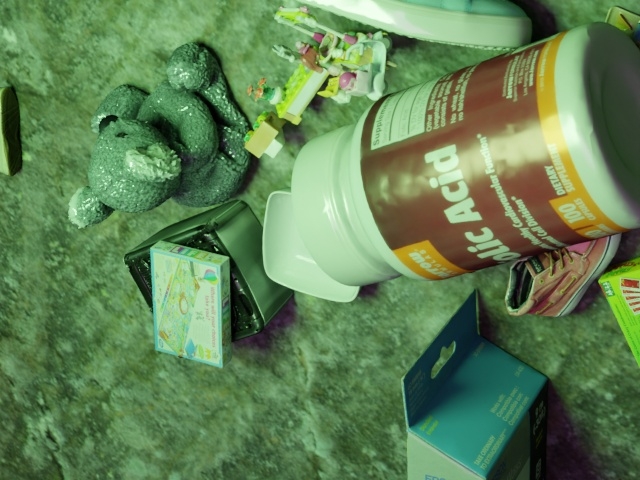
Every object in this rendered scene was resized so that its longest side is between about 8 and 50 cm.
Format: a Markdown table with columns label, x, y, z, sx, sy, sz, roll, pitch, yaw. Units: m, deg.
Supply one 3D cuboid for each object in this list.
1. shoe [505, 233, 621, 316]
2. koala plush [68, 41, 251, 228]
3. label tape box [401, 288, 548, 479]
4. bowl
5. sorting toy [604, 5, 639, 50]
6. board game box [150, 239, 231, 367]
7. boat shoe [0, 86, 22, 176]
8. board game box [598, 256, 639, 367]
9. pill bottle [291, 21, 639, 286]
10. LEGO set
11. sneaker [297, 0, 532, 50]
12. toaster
| label | x | y | z | sx | sy | sz | roll | pitch | yaw |
| --- | --- | --- | --- | --- | --- | --- | --- | --- | --- |
| shoe | 0.282 | 0.023 | 1.667 | 0.063 | 0.081 | 0.178 | 61 | 141 | 38 |
| koala plush | -0.209 | -0.103 | 1.789 | 0.196 | 0.221 | 0.203 | -27 | 100 | 35 |
| label tape box | 0.195 | 0.265 | 1.750 | 0.105 | 0.240 | 0.334 | 10 | 119 | 24 |
| bowl | 0.000 | 0.000 | 1.835 | 0.142 | 0.053 | 0.142 | 17 | 121 | 20 |
| sorting toy | 0.334 | -0.210 | 1.570 | 0.062 | 0.012 | 0.083 | 25 | 124 | 15 |
| board game box | -0.167 | 0.083 | 1.846 | 0.103 | 0.026 | 0.154 | 14 | 120 | 22 |
| boat shoe | -0.451 | -0.154 | 1.999 | 0.045 | 0.050 | 0.135 | 13 | 120 | 16 |
| board game box | 0.409 | 0.105 | 1.675 | 0.092 | 0.043 | 0.181 | -19 | 105 | 35 |
| pill bottle | 0.173 | -0.080 | 1.588 | 0.392 | 0.224 | 0.224 | -17 | 106 | 36 |
| LEGO set | -0.029 | -0.200 | 1.675 | 0.107 | 0.132 | 0.287 | 21 | 157 | -28 |
| sneaker | 0.072 | -0.316 | 1.587 | 0.365 | 0.135 | 0.150 | 18 | 104 | 7 |
| toaster | -0.144 | 0.048 | 1.902 | 0.185 | 0.110 | 0.168 | -20 | 105 | 35 |
